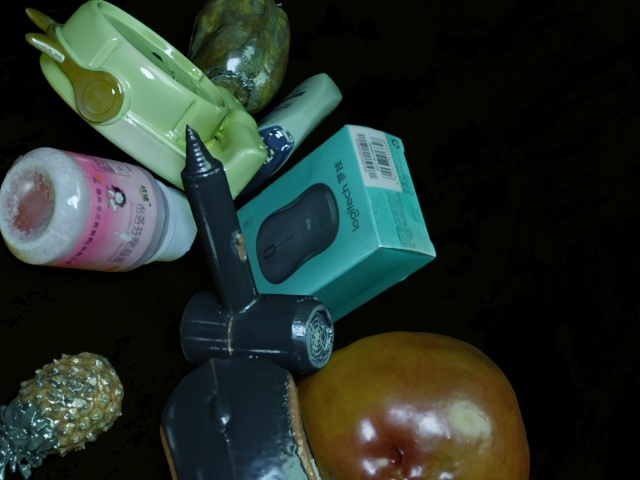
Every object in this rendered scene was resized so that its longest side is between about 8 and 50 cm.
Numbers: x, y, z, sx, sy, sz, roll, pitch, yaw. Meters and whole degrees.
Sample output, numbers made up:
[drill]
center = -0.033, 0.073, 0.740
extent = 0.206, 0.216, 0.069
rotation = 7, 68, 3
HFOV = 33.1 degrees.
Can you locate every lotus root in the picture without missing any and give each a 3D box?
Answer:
[lotus root]
center = -0.134, -0.308, 1.777
extent = 0.275, 0.160, 0.152
rotation = -78, 154, -48

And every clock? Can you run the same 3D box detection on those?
[clock]
center = -0.243, -0.208, 1.468
extent = 0.348, 0.117, 0.286
rotation = 35, 13, -28

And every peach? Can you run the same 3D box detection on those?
[peach]
center = 0.109, 0.283, 1.448
extent = 0.342, 0.343, 0.301
rotation = 60, 5, 0

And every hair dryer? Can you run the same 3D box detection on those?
[hair dryer]
center = -0.106, 0.015, 1.369
extent = 0.107, 0.189, 0.352
rotation = -54, 138, -51

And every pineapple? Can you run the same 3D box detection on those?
[pineapple]
center = -0.300, 0.194, 1.150
extent = 0.108, 0.108, 0.198
rotation = 59, 36, -1

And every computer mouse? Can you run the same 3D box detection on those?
[computer mouse]
center = -0.088, 0.289, 1.304
extent = 0.116, 0.183, 0.323
rotation = 62, 7, -70

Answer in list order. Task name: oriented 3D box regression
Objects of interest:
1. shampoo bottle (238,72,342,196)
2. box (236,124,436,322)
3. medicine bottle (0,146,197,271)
[shampoo bottle]
center = -0.058, -0.187, 1.804
extent = 0.078, 0.134, 0.359
rotation = 52, 31, -9
[box]
center = 0.000, 0.000, 1.555
extent = 0.118, 0.311, 0.205
rotation = 13, 54, -40
[medicine bottle]
center = -0.270, -0.032, 1.344
extent = 0.247, 0.147, 0.147
rotation = 8, 58, -55
